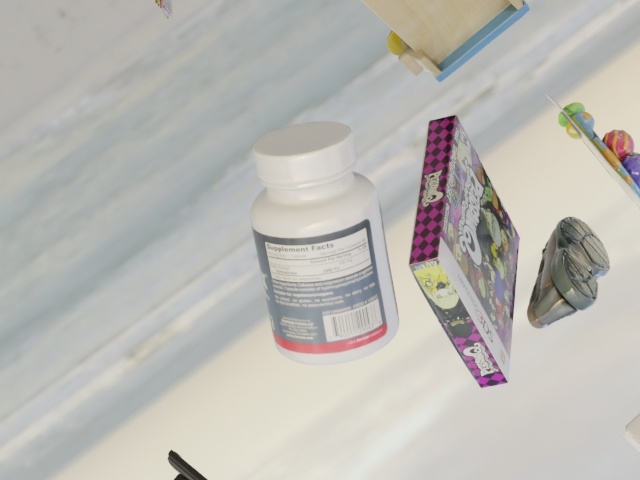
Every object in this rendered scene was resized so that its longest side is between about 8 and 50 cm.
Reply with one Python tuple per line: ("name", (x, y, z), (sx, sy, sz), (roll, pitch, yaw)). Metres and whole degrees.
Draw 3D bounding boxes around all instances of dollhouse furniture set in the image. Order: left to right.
("dollhouse furniture set", (0.118, -0.384, 1.845), (0.303, 0.286, 0.198), (-40, -140, 17))

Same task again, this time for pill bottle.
("pill bottle", (0.000, 0.000, 1.330), (0.107, 0.180, 0.108), (-9, -158, 3))

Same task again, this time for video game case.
("video game case", (0.165, 0.011, 1.825), (0.041, 0.210, 0.232), (-13, -139, 23))

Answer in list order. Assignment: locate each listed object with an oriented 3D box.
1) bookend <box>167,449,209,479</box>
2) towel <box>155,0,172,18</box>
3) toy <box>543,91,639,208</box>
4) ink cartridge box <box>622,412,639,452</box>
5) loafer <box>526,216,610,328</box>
("bookend", (-0.126, 0.301, 1.490), (0.157, 0.156, 0.072), (-51, -135, -9))
("towel", (-0.175, -0.280, 1.808), (0.009, 0.060, 0.083), (-6, 179, 2))
("toy", (0.398, -0.113, 2.177), (0.056, 0.237, 0.137), (-42, 134, 5))
("ink cartridge box", (0.404, 0.205, 1.765), (0.181, 0.104, 0.062), (-33, 160, -37))
("loafer", (0.316, 0.041, 2.140), (0.084, 0.096, 0.267), (-41, -178, 21))
